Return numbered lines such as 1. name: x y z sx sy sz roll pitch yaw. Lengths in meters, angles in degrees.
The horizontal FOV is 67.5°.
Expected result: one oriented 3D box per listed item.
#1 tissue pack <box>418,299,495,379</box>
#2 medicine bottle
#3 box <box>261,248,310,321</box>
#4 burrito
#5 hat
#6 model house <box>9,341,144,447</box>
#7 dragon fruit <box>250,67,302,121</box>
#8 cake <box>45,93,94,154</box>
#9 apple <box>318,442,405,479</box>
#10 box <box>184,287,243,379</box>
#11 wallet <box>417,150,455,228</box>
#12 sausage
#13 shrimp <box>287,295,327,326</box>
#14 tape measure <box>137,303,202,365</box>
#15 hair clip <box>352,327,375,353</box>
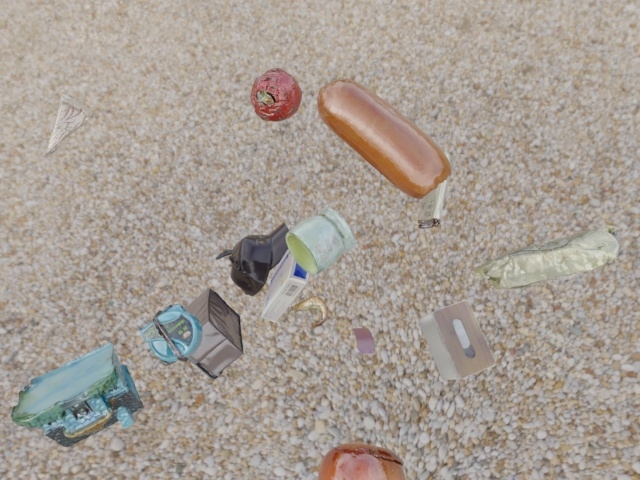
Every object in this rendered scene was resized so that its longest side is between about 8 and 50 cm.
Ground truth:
1. tissue pack: 0.488 0.365 1.739 0.160 0.136 0.246 -16 75 -19
2. medicine bottle: 0.000 0.000 1.307 0.143 0.147 0.147 -36 60 -24
3. box: -0.109 0.124 1.626 0.065 0.343 0.200 20 55 -11
4. burrito: 0.348 0.034 0.758 0.230 0.058 0.063 -23 91 40
5. hat: -0.282 0.041 1.936 0.336 0.209 0.238 -55 32 9
6. model house: -0.644 0.466 1.309 0.261 0.241 0.226 -25 24 -18
7. dragon fruit: -0.146 -0.475 1.571 0.172 0.172 0.209 -17 28 1
8. cake: -0.520 -0.230 0.958 0.121 0.065 0.052 -44 40 4
9. apple: 0.117 0.706 1.382 0.252 0.272 0.206 -1 56 14
10. box: -0.382 0.319 1.678 0.153 0.188 0.252 -39 23 6
11. wallet: 0.389 -0.170 1.659 0.068 0.335 0.274 15 93 3
12. sausage: 0.078 -0.133 0.613 0.197 0.076 0.076 41 74 4
13. shrimp: -0.037 0.212 1.409 0.127 0.025 0.091 -11 90 23
14. tape measure: -0.363 0.233 1.192 0.125 0.081 0.146 -37 79 -5
15. hair clip: 0.129 0.294 1.440 0.054 0.022 0.137 1 21 -6
